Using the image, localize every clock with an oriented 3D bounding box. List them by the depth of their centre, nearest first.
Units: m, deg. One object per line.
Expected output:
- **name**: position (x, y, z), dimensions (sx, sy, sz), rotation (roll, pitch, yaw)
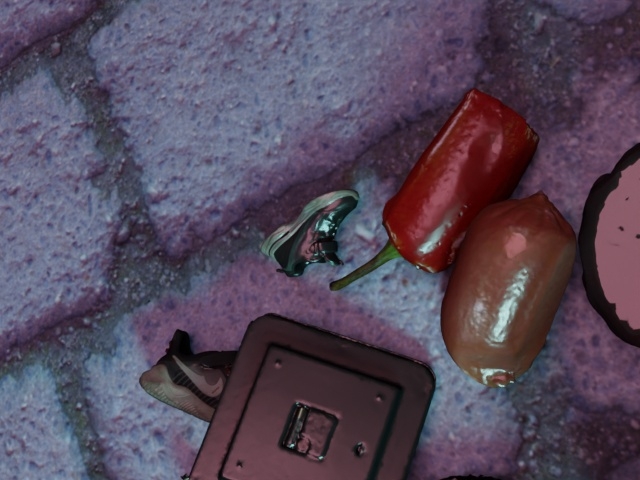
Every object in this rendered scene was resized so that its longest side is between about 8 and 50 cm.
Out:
- **clock**: position (-0.010, 0.255, 1.186), dimensions (0.274, 0.049, 0.278), rotation (16, 72, 11)

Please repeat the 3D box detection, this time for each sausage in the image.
- **sausage**: position (0.230, 0.058, 1.119), dimensions (0.148, 0.148, 0.254), rotation (31, 112, 24)

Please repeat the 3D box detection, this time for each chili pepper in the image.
- **chili pepper**: position (0.150, -0.030, 1.186), dimensions (0.131, 0.134, 0.338), rotation (38, 95, 10)

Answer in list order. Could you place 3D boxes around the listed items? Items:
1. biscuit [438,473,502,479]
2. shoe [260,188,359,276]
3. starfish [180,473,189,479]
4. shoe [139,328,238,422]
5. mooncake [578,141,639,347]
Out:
- **biscuit**: position (0.174, 0.369, 1.096), dimensions (0.195, 0.194, 0.053), rotation (-11, 121, 21)
- **shoe**: position (0.000, 0.000, 1.281), dimensions (0.169, 0.071, 0.099), rotation (-37, 72, 18)
- **starfish**: position (-0.086, 0.487, 1.226), dimensions (0.324, 0.082, 0.431), rotation (15, 84, 26)
- **shoe**: position (-0.156, 0.205, 1.300), dimensions (0.228, 0.099, 0.112), rotation (14, 80, 25)
- **mooncake**: position (0.445, 0.008, 1.051), dimensions (0.283, 0.141, 0.282), rotation (0, 90, 20)
